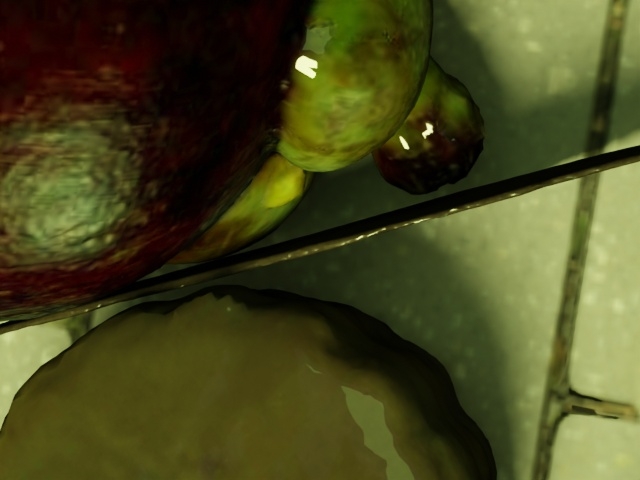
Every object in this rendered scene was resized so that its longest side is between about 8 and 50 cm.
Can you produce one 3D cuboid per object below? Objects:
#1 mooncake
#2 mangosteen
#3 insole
[{"bbox_3d":[-0.030,0.130,0.637,0.228,0.124,0.228,0,91,19],"label":"mooncake"},{"bbox_3d":[-0.107,-0.123,0.584,0.330,0.330,0.330,-1,86,16],"label":"mangosteen"},{"bbox_3d":[0.000,0.000,0.644,0.328,0.111,0.007,-15,91,19],"label":"insole"}]
